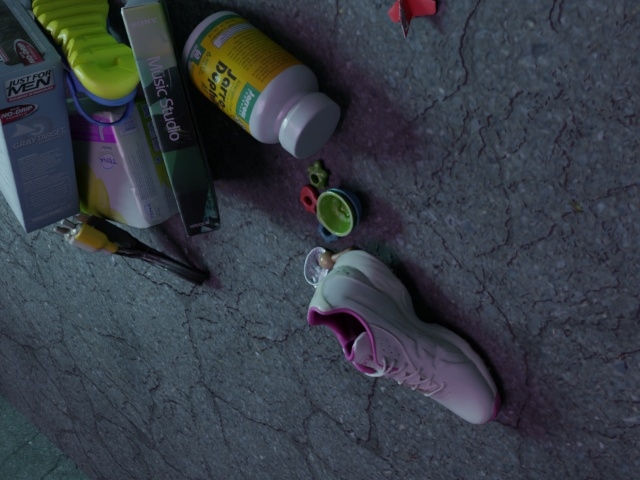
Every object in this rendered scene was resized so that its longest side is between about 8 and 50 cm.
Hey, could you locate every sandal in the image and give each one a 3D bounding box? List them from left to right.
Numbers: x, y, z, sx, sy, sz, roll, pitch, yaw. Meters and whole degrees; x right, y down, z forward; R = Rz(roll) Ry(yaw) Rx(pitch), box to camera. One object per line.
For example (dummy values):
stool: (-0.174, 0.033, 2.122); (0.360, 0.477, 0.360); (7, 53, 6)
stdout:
sandal: (-0.381, -0.299, 1.165); (0.317, 0.126, 0.138); (60, 153, 32)

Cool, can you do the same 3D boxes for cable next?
cable: (-0.363, 0.029, 1.370); (0.287, 0.072, 0.139); (31, 166, -15)

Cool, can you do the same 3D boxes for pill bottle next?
pill bottle: (-0.077, -0.203, 0.955); (0.208, 0.117, 0.118); (41, 139, 18)

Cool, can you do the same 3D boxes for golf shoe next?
golf shoe: (0.108, 0.156, 0.984); (0.306, 0.140, 0.115); (43, 140, 7)

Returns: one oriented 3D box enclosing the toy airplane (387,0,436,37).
toy airplane: (0.085, -0.301, 0.787); (0.151, 0.028, 0.151); (28, 134, 33)

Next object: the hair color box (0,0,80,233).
hair color box: (-0.515, -0.206, 1.230); (0.185, 0.113, 0.374); (50, 149, 24)

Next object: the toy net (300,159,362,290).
toy net: (0.000, 0.000, 1.071); (0.122, 0.045, 0.232); (35, 137, 24)

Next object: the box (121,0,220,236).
box: (-0.216, -0.195, 1.061); (0.232, 0.058, 0.322); (-117, 12, -64)

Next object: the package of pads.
package of pads: (-0.399, -0.148, 1.347); (0.296, 0.101, 0.229); (11, 123, 43)

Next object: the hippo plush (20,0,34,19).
hippo plush: (-0.665, -0.342, 1.384); (0.234, 0.236, 0.294); (38, 138, 22)
